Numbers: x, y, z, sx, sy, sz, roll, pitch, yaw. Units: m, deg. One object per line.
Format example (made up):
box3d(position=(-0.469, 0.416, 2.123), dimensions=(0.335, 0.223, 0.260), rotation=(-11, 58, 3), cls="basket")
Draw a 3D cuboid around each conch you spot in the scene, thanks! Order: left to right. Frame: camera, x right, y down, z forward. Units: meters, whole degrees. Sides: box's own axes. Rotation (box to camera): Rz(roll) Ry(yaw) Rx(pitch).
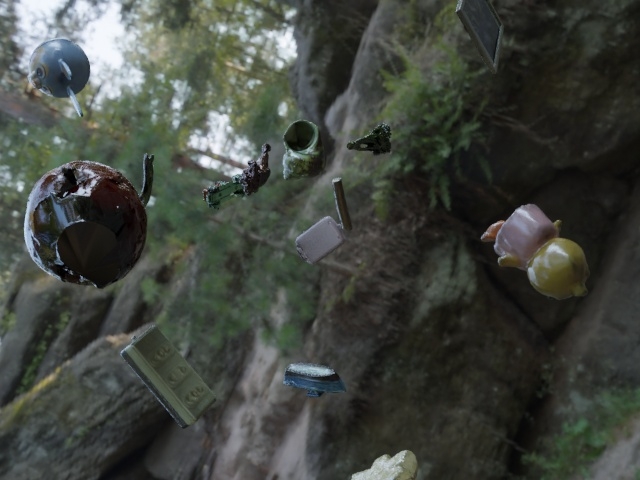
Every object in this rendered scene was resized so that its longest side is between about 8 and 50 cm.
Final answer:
box3d(position=(-0.065, -0.294, 2.832), dimensions=(0.181, 0.187, 0.124), rotation=(-43, -8, -20), cls="conch")

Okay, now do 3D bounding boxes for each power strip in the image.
box3d(position=(-0.370, 0.327, 2.018), dimensions=(0.070, 0.256, 0.105), rotation=(-38, 4, 36), cls="power strip")

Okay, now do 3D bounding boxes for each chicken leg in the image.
box3d(position=(-0.150, -0.167, 2.008), dimensions=(0.219, 0.048, 0.089), rotation=(-60, -21, -65), cls="chicken leg")

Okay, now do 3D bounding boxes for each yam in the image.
box3d(position=(0.056, -0.093, 2.173), dimensions=(0.032, 0.032, 0.145), rotation=(-49, -49, -55), cls="yam")

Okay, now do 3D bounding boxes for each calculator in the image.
box3d(position=(0.000, 0.000, 2.502), dimensions=(0.175, 0.100, 0.032), rotation=(-36, -3, 28), cls="calculator")

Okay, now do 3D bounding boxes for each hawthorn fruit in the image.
box3d(position=(-0.534, -0.030, 1.906), dimensions=(0.316, 0.316, 0.315), rotation=(21, -90, -77), cls="hawthorn fruit")

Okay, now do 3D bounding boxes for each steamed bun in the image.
box3d(position=(0.170, 0.711, 2.289), dimensions=(0.292, 0.137, 0.295), rotation=(-43, 3, -20), cls="steamed bun")

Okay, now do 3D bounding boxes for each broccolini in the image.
box3d(position=(0.117, -0.224, 1.913), dimensions=(0.201, 0.058, 0.073), rotation=(-33, -70, -65), cls="broccolini")

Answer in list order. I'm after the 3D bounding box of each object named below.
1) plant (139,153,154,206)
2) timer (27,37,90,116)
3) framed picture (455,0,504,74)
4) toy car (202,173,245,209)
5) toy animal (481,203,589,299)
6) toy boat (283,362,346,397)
box3d(position=(-0.542, -0.072, 2.177), dimensions=(0.333, 0.180, 0.250), rotation=(-18, 82, 62), cls="plant")
box3d(position=(-0.695, -0.431, 2.192), dimensions=(0.255, 0.176, 0.175), rotation=(-97, 14, -51), cls="timer")
box3d(position=(0.427, -0.587, 2.214), dimensions=(0.209, 0.019, 0.281), rotation=(51, -144, -27), cls="framed picture")
box3d(position=(-0.289, -0.152, 2.519), dimensions=(0.143, 0.054, 0.073), rotation=(-31, -49, -39), cls="toy car")
box3d(position=(0.532, 0.032, 1.977), dimensions=(0.195, 0.281, 0.169), rotation=(-30, -27, -12), cls="toy animal")
box3d(position=(-0.011, 0.282, 1.657), dimensions=(0.060, 0.137, 0.060), rotation=(-46, -52, -51), cls="toy boat")
